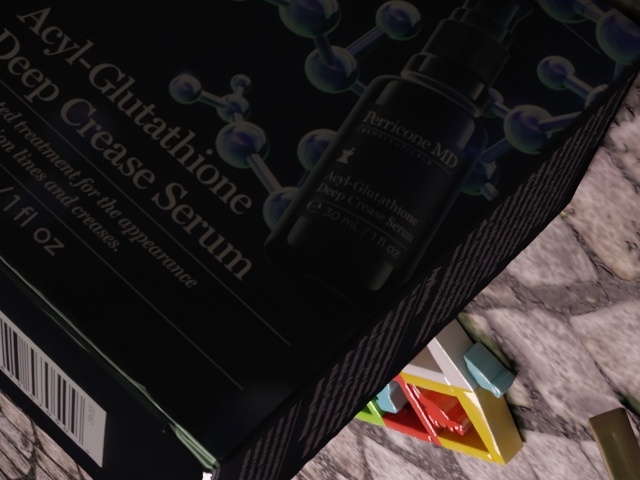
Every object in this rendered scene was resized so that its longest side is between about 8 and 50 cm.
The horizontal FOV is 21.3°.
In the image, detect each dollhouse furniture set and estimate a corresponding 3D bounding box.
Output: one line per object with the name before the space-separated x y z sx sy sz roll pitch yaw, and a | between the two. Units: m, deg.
dollhouse furniture set | 0.275 0.183 1.383 0.114 0.091 0.081 69 -161 5

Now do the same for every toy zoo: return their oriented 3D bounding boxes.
toy zoo | 0.075 0.111 1.582 0.293 0.030 0.192 11 137 54

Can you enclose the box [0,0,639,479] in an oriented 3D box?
box | -0.041 -0.049 1.071 0.293 0.395 0.212 41 155 12
